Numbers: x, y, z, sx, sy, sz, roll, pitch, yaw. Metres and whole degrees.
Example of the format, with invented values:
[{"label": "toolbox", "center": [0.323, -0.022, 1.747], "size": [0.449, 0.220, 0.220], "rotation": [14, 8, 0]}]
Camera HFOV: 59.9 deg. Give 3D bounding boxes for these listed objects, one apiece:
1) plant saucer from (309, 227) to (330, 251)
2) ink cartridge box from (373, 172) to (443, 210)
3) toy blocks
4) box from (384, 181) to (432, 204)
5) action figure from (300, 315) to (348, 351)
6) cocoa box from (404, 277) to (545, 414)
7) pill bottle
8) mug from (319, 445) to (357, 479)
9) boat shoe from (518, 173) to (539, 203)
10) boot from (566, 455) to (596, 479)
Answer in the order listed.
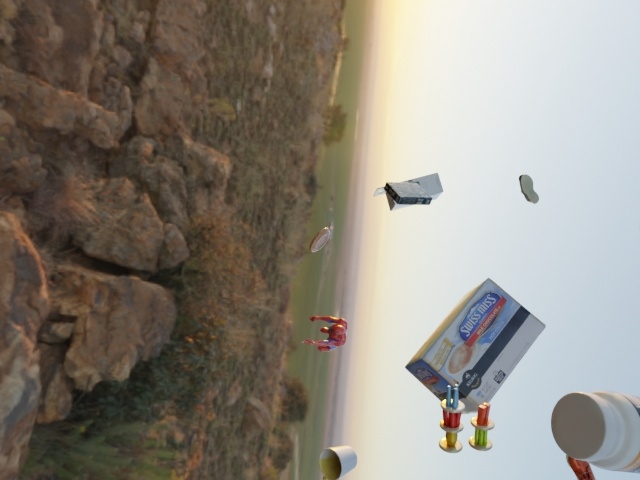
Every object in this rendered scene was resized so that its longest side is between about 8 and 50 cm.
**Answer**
[{"label": "plant saucer", "center": [0.000, 0.000, 1.613], "size": [0.083, 0.013, 0.083], "rotation": [-43, 157, -24]}, {"label": "ink cartridge box", "center": [0.249, -0.133, 1.592], "size": [0.104, 0.180, 0.060], "rotation": [90, -15, -81]}, {"label": "toy blocks", "center": [0.323, 0.385, 1.217], "size": [0.054, 0.123, 0.148], "rotation": [-115, -157, -74]}, {"label": "box", "center": [0.188, -0.101, 1.188], "size": [0.067, 0.083, 0.018], "rotation": [56, -41, 47]}, {"label": "action figure", "center": [0.002, 0.277, 1.651], "size": [0.280, 0.139, 0.091], "rotation": [125, -27, -70]}, {"label": "cocoa box", "center": [0.470, 0.331, 1.722], "size": [0.347, 0.228, 0.231], "rotation": [-46, 171, -17]}, {"label": "pill bottle", "center": [0.634, 0.403, 1.167], "size": [0.162, 0.278, 0.162], "rotation": [-41, -138, 50]}, {"label": "mug", "center": [0.036, 0.443, 1.114], "size": [0.064, 0.078, 0.062], "rotation": [2, 63, -47]}, {"label": "boat shoe", "center": [0.724, -0.183, 1.946], "size": [0.137, 0.049, 0.043], "rotation": [48, 0, -33]}, {"label": "boot", "center": [0.776, 0.686, 1.621], "size": [0.158, 0.059, 0.084], "rotation": [61, 8, -9]}]
